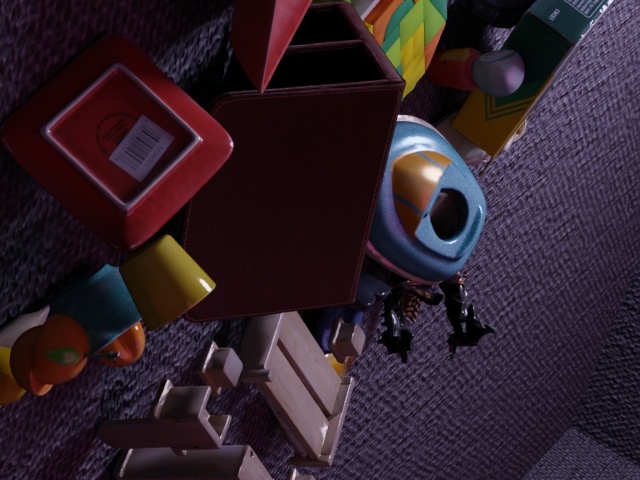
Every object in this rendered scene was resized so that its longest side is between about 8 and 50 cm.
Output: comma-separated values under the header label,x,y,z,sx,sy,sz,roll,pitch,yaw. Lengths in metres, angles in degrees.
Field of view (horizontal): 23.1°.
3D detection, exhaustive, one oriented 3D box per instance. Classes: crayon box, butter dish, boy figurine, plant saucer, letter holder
label,x,y,z,sx,sy,sz,roll,pitch,yaw
crayon box,0.295,-0.251,2.155,0.203,0.083,0.323,-49,174,-35
butter dish,-0.189,-0.072,1.401,0.160,0.160,0.118,-47,180,-28
boy figurine,0.004,0.183,2.215,0.177,0.092,0.285,-25,137,-60
plant saucer,-0.024,-0.311,1.464,0.258,0.047,0.259,-68,172,-49
letter holder,-0.063,-0.077,1.639,0.214,0.152,0.302,-8,134,-22

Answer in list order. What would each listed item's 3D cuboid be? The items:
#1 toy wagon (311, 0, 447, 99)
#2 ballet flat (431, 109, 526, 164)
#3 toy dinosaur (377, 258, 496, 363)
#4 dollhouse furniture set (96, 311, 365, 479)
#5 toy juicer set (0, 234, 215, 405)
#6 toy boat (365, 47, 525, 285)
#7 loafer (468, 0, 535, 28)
label,x,y,z,sx,sy,sz,roll,pitch,yaw
toy wagon,0.077,-0.250,1.836,0.344,0.068,0.267,-51,158,-22
ballet flat,0.232,-0.153,2.300,0.248,0.086,0.086,-27,142,-55
toy dinosaur,0.158,0.054,2.299,0.322,0.164,0.218,51,27,-62
dollhouse furniture set,-0.112,0.168,1.946,0.303,0.173,0.356,60,35,-40
toy juicer set,-0.224,0.095,1.413,0.209,0.089,0.329,-37,-172,-20
toy boat,0.150,-0.111,2.016,0.267,0.148,0.318,35,74,-41
loafer,0.261,-0.344,2.123,0.223,0.076,0.078,-39,156,-57
